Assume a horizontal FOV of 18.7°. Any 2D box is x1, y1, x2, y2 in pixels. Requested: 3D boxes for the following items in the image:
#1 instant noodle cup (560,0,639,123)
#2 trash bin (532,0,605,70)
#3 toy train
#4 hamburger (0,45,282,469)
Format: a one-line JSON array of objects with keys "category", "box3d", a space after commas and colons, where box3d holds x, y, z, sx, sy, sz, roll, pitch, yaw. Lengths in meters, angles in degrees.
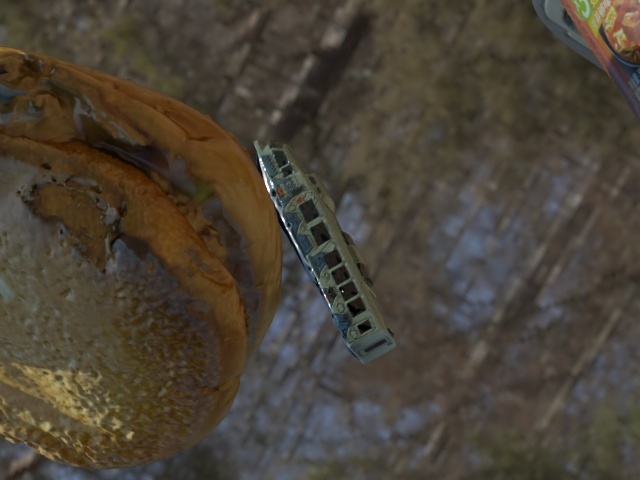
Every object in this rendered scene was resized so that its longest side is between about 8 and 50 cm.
[{"category": "instant noodle cup", "box3d": [0.245, -0.185, 1.235, 0.230, 0.230, 0.182, -2, -115, -49]}, {"category": "trash bin", "box3d": [0.328, -0.247, 1.536, 0.220, 0.250, 0.219, 34, 172, 4]}, {"category": "toy train", "box3d": [0.000, 0.000, 1.527, 0.207, 0.047, 0.043, 63, -173, 29]}, {"category": "hamburger", "box3d": [-0.171, 0.007, 1.336, 0.290, 0.314, 0.170, 22, -131, 3]}]
